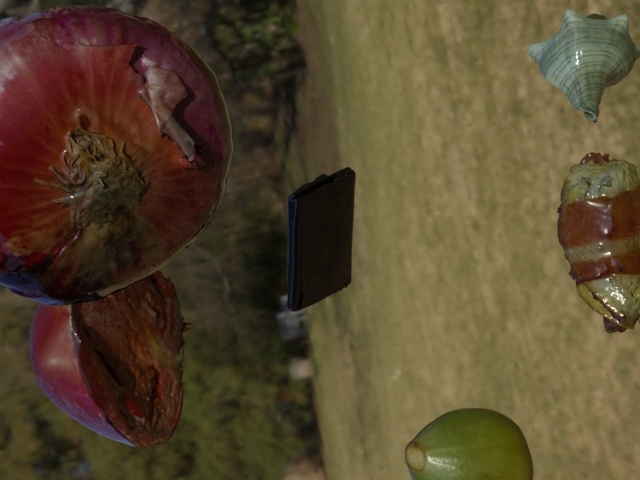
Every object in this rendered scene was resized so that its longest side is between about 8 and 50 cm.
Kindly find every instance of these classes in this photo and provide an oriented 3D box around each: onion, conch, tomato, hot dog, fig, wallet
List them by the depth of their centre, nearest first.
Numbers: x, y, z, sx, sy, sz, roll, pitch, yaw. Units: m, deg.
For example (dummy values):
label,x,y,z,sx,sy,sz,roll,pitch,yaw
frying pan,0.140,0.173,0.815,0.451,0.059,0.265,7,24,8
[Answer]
label,x,y,z,sx,sy,sz,roll,pitch,yaw
onion,-0.281,-0.108,1.438,0.285,0.348,0.347,45,153,49
hot dog,0.335,0.002,1.494,0.146,0.103,0.213,1,-96,-49
conch,0.351,-0.256,1.703,0.234,0.137,0.114,-35,-34,-56
tomato,-0.331,0.162,1.874,0.309,0.170,0.308,37,-135,-51
wallet,0.000,0.000,2.255,0.182,0.049,0.229,-29,-52,-47
fig,0.258,0.406,2.302,0.207,0.230,0.207,172,90,-78
